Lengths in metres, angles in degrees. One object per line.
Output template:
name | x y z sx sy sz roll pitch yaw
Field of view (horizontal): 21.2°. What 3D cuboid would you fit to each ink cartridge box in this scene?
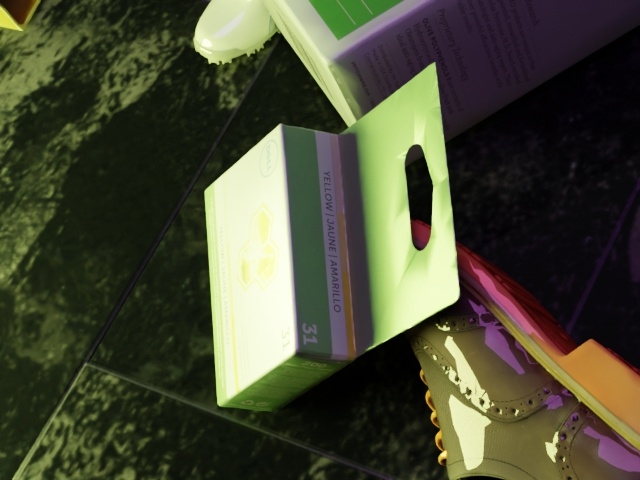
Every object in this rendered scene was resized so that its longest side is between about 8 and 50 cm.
ink cartridge box | 0.000 0.000 1.144 0.056 0.235 0.171 8 64 -28

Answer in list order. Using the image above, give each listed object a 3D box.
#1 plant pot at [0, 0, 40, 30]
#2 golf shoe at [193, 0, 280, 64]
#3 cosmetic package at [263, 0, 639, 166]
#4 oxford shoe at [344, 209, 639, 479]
plant pot | -0.292 -0.238 1.488 0.083 0.081 0.081 6 61 36
golf shoe | -0.046 -0.224 1.386 0.069 0.086 0.176 35 77 31
cosmetic package | 0.141 -0.237 1.287 0.366 0.155 0.197 -33 52 -2
oxford shoe | 0.102 0.090 1.116 0.364 0.130 0.132 38 95 43
